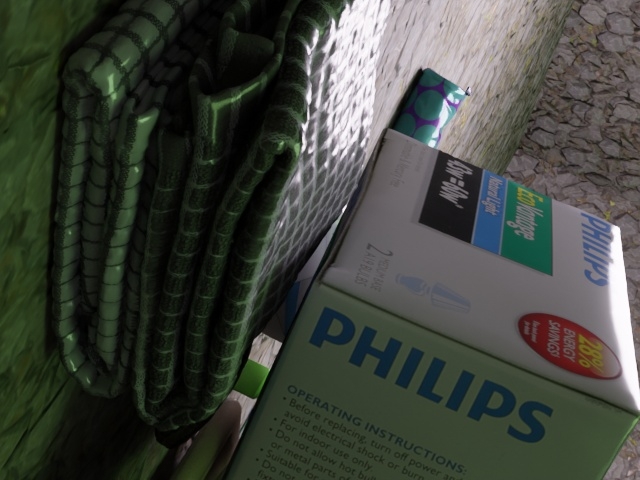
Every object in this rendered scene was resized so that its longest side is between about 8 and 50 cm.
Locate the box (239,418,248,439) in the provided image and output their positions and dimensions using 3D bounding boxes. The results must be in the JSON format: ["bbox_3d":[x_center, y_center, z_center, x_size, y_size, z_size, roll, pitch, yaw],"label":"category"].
[{"bbox_3d":[-0.091,0.288,1.707,0.105,0.043,0.179,-58,167,-30],"label":"box"}]

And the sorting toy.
[{"bbox_3d":[-0.141,0.267,1.381,0.347,0.047,0.196,-59,165,-29],"label":"sorting toy"}]

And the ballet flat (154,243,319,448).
[{"bbox_3d":[-0.078,0.062,1.155,0.250,0.058,0.084,-58,-154,-3],"label":"ballet flat"}]

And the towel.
[{"bbox_3d":[-0.046,-0.050,0.807,0.235,0.121,0.283,-56,168,-42],"label":"towel"}]

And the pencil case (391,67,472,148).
[{"bbox_3d":[0.121,-0.130,1.644,0.151,0.064,0.070,-62,145,-8],"label":"pencil case"}]

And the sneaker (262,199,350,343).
[{"bbox_3d":[0.000,0.000,1.265,0.087,0.092,0.228,-49,163,-56],"label":"sneaker"}]

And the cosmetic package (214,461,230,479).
[{"bbox_3d":[0.043,0.173,1.328,0.296,0.153,0.129,-54,172,23],"label":"cosmetic package"}]

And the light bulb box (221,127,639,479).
[{"bbox_3d":[0.060,0.154,1.043,0.358,0.225,0.361,-65,178,-68],"label":"light bulb box"}]
